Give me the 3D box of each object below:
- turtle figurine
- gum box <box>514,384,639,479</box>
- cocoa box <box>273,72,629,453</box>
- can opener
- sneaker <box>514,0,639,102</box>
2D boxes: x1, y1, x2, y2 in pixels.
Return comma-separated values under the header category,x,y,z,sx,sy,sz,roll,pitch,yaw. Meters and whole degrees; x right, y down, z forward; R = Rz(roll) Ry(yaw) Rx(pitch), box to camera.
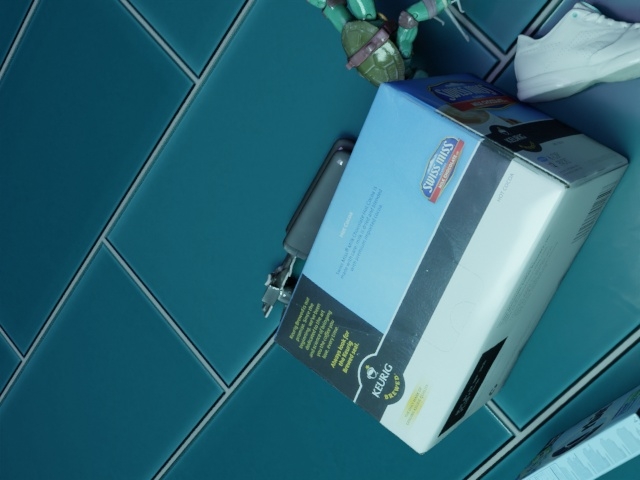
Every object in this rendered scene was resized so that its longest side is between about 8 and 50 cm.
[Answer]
category,x,y,z,sx,sy,sz,roll,pitch,yaw
turtle figurine,0.074,-0.241,1.090,0.234,0.118,0.175,48,136,-11
gum box,0.313,0.227,1.056,0.184,0.157,0.041,-42,78,32
cocoa box,0.143,0.013,1.071,0.228,0.231,0.347,34,117,23
can opener,0.000,0.000,1.275,0.095,0.076,0.283,26,118,-10
sneaker,0.305,-0.217,1.014,0.212,0.080,0.094,-10,83,35
